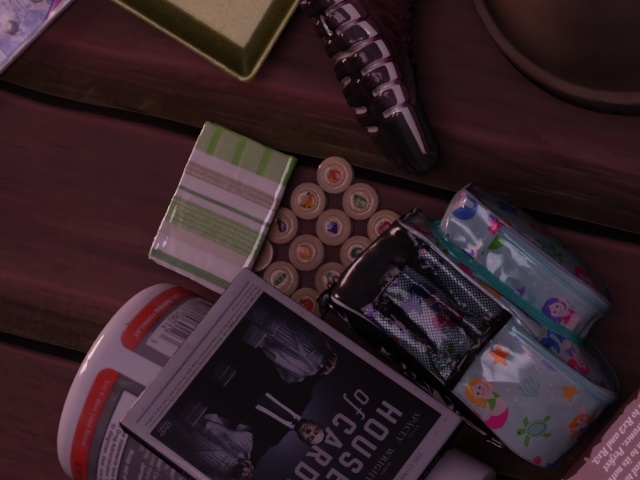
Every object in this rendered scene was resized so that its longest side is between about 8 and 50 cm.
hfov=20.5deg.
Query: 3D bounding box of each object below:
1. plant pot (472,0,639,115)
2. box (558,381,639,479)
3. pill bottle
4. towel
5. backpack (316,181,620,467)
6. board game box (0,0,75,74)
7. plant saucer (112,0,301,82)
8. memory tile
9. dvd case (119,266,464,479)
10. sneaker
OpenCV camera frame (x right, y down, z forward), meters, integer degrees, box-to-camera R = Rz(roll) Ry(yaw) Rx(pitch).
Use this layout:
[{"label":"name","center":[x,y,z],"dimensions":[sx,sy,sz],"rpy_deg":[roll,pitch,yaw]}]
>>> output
[{"label":"plant pot","center":[0.262,-0.284,1.526],"dimensions":[0.323,0.280,0.323],"rpy_deg":[-1,86,15]},{"label":"box","center":[0.322,0.204,1.521],"dimensions":[0.167,0.203,0.168],"rpy_deg":[41,98,15]},{"label":"pill bottle","center":[-0.040,0.204,1.623],"dimensions":[0.363,0.210,0.210],"rpy_deg":[26,95,16]},{"label":"towel","center":[-0.095,-0.030,1.744],"dimensions":[0.113,0.023,0.152],"rpy_deg":[25,92,24]},{"label":"backpack","center":[0.154,0.075,1.568],"dimensions":[0.191,0.225,0.253],"rpy_deg":[-45,87,9]},{"label":"board game box","center":[-0.456,-0.320,1.855],"dimensions":[0.390,0.050,0.390],"rpy_deg":[-43,77,10]},{"label":"plant saucer","center":[-0.098,-0.280,1.736],"dimensions":[0.188,0.045,0.188],"rpy_deg":[32,97,2]},{"label":"memory tile","center":[0.000,0.000,1.724],"dimensions":[0.148,0.012,0.113],"rpy_deg":[-45,76,10]},{"label":"dvd case","center":[-0.025,0.157,1.511],"dimensions":[0.238,0.029,0.179],"rpy_deg":[34,75,19]},{"label":"sneaker","center":[0.082,-0.214,1.670],"dimensions":[0.162,0.106,0.281],"rpy_deg":[-30,99,-15]}]
